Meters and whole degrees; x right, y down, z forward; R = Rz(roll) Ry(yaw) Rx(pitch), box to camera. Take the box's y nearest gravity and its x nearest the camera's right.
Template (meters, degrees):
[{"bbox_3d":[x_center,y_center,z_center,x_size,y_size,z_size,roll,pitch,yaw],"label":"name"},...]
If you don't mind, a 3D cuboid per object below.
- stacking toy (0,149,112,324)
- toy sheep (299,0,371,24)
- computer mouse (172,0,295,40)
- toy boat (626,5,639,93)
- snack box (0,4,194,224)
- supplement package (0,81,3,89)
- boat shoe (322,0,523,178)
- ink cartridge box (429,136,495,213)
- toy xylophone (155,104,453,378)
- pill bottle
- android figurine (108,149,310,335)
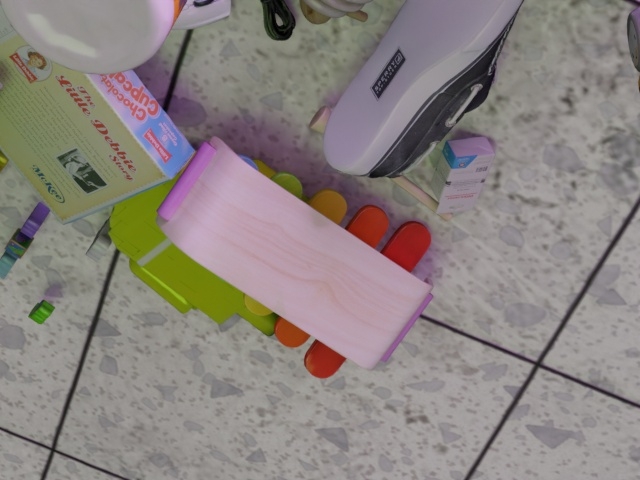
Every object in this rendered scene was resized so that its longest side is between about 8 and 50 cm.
[{"bbox_3d":[-0.351,-0.003,2.086,0.167,0.052,0.221,35,134,-11],"label":"stacking toy"},{"bbox_3d":[0.023,-0.260,1.700,0.091,0.091,0.132,31,119,-9],"label":"toy sheep"},{"bbox_3d":[-0.127,-0.242,1.793,0.193,0.042,0.106,-3,130,21],"label":"computer mouse"},{"bbox_3d":[0.389,-0.223,1.556,0.267,0.148,0.318,18,137,-32],"label":"toy boat"},{"bbox_3d":[-0.297,-0.174,1.854,0.187,0.060,0.322,-19,116,42],"label":"snack box"},{"bbox_3d":[-0.481,-0.136,1.869,0.204,0.145,0.262,43,150,-3],"label":"supplement package"},{"bbox_3d":[0.124,-0.169,1.740,0.102,0.108,0.301,11,129,-37],"label":"boat shoe"},{"bbox_3d":[0.145,-0.067,1.851,0.048,0.028,0.083,-6,138,-24],"label":"ink cartridge box"},{"bbox_3d":[0.000,0.000,1.896,0.322,0.081,0.236,42,94,-19],"label":"toy xylophone"},{"bbox_3d":[-0.172,-0.289,1.602,0.162,0.278,0.162,10,133,11],"label":"pill bottle"},{"bbox_3d":[-0.123,-0.005,1.996,0.273,0.056,0.248,38,132,-16],"label":"android figurine"}]
